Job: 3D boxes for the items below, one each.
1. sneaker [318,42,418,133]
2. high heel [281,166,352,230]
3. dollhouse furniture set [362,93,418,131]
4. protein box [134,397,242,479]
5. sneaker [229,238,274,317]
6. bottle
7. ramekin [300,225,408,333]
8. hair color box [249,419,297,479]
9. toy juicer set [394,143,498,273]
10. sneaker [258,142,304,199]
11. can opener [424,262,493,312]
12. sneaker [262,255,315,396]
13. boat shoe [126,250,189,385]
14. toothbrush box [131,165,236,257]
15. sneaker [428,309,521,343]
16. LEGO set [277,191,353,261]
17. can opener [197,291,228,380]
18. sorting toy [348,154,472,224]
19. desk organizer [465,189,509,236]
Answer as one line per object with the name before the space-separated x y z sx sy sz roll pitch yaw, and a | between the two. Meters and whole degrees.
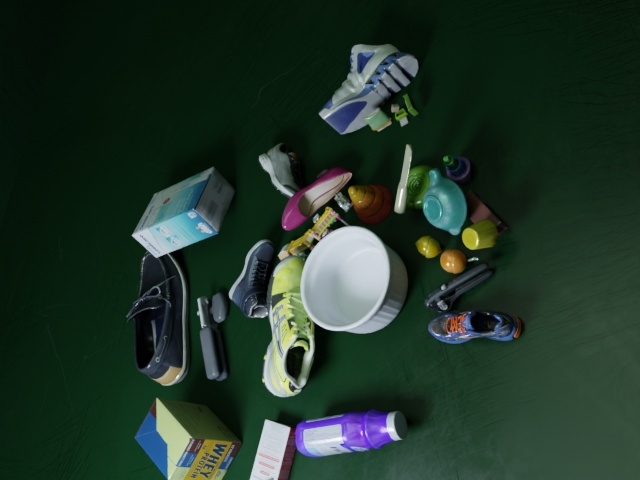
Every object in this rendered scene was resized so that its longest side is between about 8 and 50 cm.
sneaker | 0.126 -0.473 1.987 0.315 0.127 0.182 -38 49 12
high heel | -0.009 -0.119 1.930 0.244 0.082 0.117 -45 27 -22
dollhouse furniture set | 0.202 -0.348 1.897 0.151 0.076 0.059 -29 56 25
protein box | -0.376 0.570 1.905 0.199 0.201 0.136 31 93 41
sneaker | -0.177 0.123 1.991 0.163 0.086 0.226 44 111 51
bottle | 0.076 0.474 1.647 0.282 0.118 0.092 -18 60 31
ramekin | 0.096 0.113 1.761 0.277 0.135 0.277 -15 65 34
hair color box | -0.122 0.579 1.803 0.093 0.053 0.167 6 76 38
toy juicer set | 0.295 -0.064 1.682 0.329 0.089 0.209 55 143 27
sneaker | -0.099 -0.207 2.064 0.108 0.100 0.272 -42 52 11
can opener | 0.332 0.111 1.622 0.186 0.059 0.073 -36 39 18
sneaker | -0.062 0.231 1.815 0.147 0.145 0.385 -14 73 60
boat shoe | -0.542 0.228 2.202 0.186 0.156 0.500 -30 55 28
toothbrush box | -0.453 -0.092 2.228 0.295 0.126 0.216 -19 37 33
sneaker | 0.350 0.192 1.563 0.221 0.087 0.083 -11 65 34
LEGO set | 0.000 0.000 1.929 0.287 0.107 0.132 -46 16 20
can opener | -0.328 0.291 2.061 0.093 0.074 0.281 -26 59 27
sorting toy | 0.217 -0.153 1.778 0.365 0.126 0.127 -19 62 32
desk organizer | 0.400 -0.062 1.651 0.050 0.047 0.130 -49 49 18
